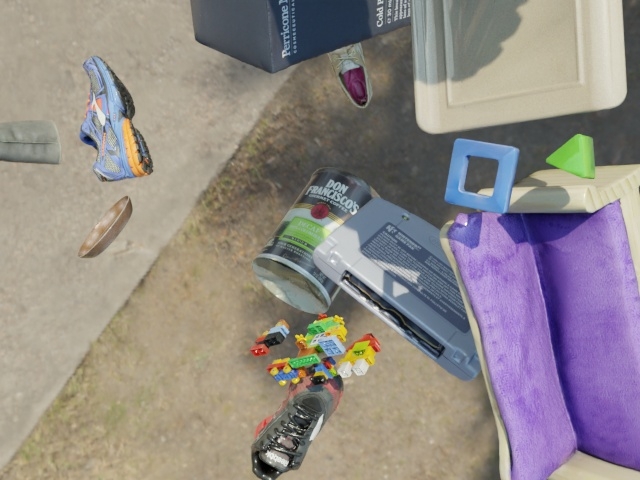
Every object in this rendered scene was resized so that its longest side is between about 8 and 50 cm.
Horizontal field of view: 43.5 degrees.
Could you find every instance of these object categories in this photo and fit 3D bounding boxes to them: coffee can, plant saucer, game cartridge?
[{"bbox_3d":[0.000,0.000,1.830,0.275,0.201,0.201,-57,138,-25],"label":"coffee can"},{"bbox_3d":[-0.454,-0.023,1.710,0.168,0.168,0.029,-44,112,9],"label":"plant saucer"},{"bbox_3d":[0.154,0.061,1.211,0.196,0.294,0.060,-40,163,-40],"label":"game cartridge"}]

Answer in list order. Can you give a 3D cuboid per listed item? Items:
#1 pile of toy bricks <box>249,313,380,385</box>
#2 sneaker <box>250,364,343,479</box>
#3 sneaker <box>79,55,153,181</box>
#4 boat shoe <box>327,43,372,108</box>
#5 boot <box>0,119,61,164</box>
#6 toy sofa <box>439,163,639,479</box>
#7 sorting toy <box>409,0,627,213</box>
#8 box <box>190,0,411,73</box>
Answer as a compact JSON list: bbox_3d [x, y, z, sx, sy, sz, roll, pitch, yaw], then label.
[{"bbox_3d":[-0.006,0.160,1.302,0.212,0.105,0.118,-17,118,41],"label":"pile of toy bricks"},{"bbox_3d":[-0.046,0.334,1.429,0.098,0.135,0.276,31,123,-6],"label":"sneaker"},{"bbox_3d":[-0.322,-0.182,1.189,0.087,0.221,0.083,-22,155,1],"label":"sneaker"},{"bbox_3d":[0.051,-0.309,1.406,0.063,0.059,0.170,-23,117,10],"label":"boat shoe"},{"bbox_3d":[-0.645,-0.172,1.684,0.208,0.076,0.189,3,81,-57],"label":"boot"},{"bbox_3d":[0.275,0.109,0.864,0.177,0.150,0.362,-24,105,-32],"label":"toy sofa"},{"bbox_3d":[0.179,-0.199,0.740,0.047,0.196,0.347,-3,90,-54],"label":"sorting toy"},{"bbox_3d":[-0.003,-0.428,0.994,0.312,0.179,0.343,-27,130,-33],"label":"box"}]
